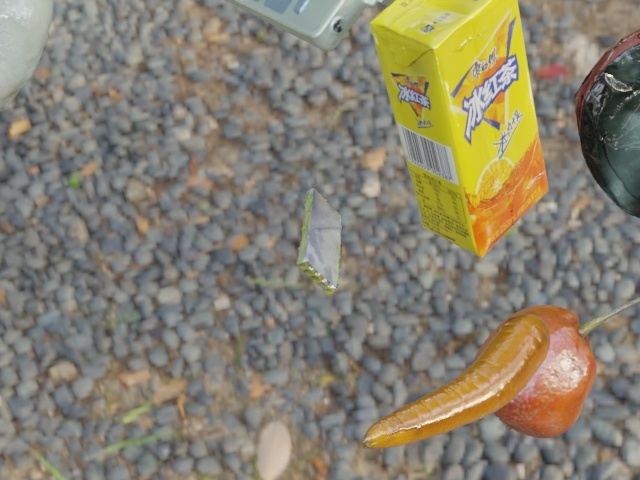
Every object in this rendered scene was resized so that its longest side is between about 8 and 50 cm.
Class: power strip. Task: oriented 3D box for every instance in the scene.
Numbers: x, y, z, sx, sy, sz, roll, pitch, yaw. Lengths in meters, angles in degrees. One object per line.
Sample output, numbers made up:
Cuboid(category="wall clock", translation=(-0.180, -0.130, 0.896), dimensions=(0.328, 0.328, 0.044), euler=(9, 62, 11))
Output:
Cuboid(category="power strip", translation=(-0.033, -0.321, 1.708), dimensions=(0.118, 0.046, 0.270), euler=(-53, 46, -3))

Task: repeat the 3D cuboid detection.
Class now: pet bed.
Cuboid(category="pet bed", translation=(0.336, -0.114, 1.297), dimensions=(0.201, 0.201, 0.053), euler=(-8, 26, 1))

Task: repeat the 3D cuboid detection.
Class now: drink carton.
Cuboid(category="drink carton", translation=(0.177, -0.160, 1.678), dimensions=(0.111, 0.351, 0.154), euler=(28, 61, 38))

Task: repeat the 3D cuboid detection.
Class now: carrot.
Cuboid(category="carrot", translation=(0.151, 0.151, 1.380), dimensions=(0.271, 0.066, 0.062), euler=(-35, 17, -36))

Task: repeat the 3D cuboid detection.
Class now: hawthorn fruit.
Cuboid(category="hawthorn fruit", translation=(0.323, 0.129, 1.741), dimensions=(0.285, 0.165, 0.165), euler=(-40, 45, 16))

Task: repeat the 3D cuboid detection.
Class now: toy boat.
Cuboid(category="toy boat", translation=(0.000, 0.000, 1.522), dimensions=(0.016, 0.063, 0.115), euler=(-25, 38, 28))

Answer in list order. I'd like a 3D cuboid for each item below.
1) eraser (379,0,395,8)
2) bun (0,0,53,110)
Cuboid(category="eraser", translation=(0.152, -0.380, 2.103), dimensions=(0.111, 0.077, 0.352), euler=(14, 18, -28))
Cuboid(category="bun", translation=(-0.507, -0.298, 1.750), dimensions=(0.354, 0.194, 0.355), euler=(-9, 67, 22))
